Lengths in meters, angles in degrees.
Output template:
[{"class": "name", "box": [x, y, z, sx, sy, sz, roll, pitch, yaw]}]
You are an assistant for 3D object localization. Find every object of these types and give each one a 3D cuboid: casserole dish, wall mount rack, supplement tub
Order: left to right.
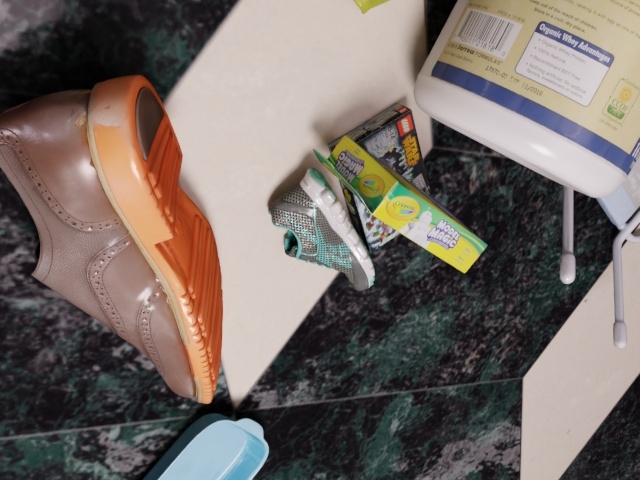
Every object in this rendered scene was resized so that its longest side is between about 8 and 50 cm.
[{"class": "casserole dish", "box": [-0.141, 0.265, 0.893, 0.188, 0.037, 0.114, -49, 133, -2]}, {"class": "supplement tub", "box": [0.254, -0.224, 0.770, 0.228, 0.228, 0.316, 18, 104, -41]}, {"class": "wall mount rack", "box": [0.406, -0.045, 1.049, 0.304, 0.130, 0.350, -51, 132, -1]}]

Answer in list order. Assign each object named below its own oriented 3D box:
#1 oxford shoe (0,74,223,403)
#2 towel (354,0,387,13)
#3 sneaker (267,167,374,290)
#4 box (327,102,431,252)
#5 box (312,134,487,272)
[{"class": "oxford shoe", "box": [-0.168, 0.019, 0.704, 0.132, 0.130, 0.364, -7, 132, 5]}, {"class": "towel", "box": [0.008, -0.278, 0.655, 0.237, 0.102, 0.021, 35, 54, -43]}, {"class": "sneaker", "box": [0.000, 0.000, 0.839, 0.076, 0.065, 0.166, -30, 128, 3]}, {"class": "box", "box": [0.068, -0.066, 0.862, 0.094, 0.027, 0.137, -34, 130, -17]}, {"class": "box", "box": [0.077, -0.040, 0.792, 0.179, 0.105, 0.043, 27, 105, -41]}]
